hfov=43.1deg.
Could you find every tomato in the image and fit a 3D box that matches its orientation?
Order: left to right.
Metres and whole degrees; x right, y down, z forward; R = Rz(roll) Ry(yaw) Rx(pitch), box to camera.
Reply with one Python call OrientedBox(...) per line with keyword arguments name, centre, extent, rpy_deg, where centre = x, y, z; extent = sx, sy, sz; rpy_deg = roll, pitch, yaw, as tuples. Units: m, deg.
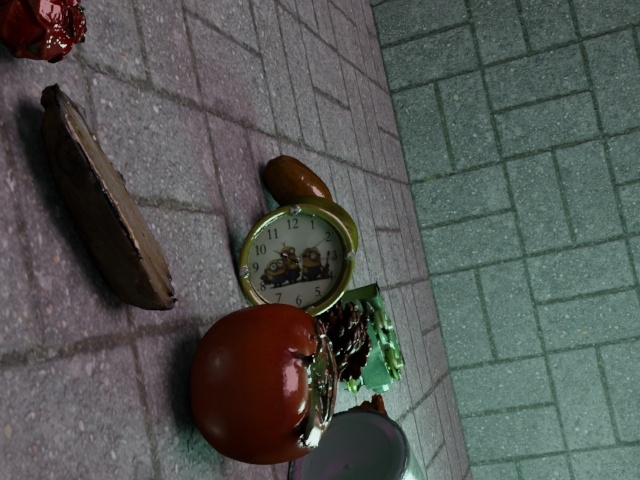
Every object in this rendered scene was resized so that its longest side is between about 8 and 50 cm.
OrientedBox(name="tomato", centre=(-0.084, 0.222, 1.259), extent=(0.256, 0.224, 0.256), rpy_deg=(-8, 90, -72))

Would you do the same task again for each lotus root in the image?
OrientedBox(name="lotus root", centre=(-0.291, -0.041, 1.061), extent=(0.167, 0.078, 0.329), rpy_deg=(-121, -174, -63))

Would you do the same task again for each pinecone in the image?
OrientedBox(name="pinecone", centre=(0.032, 0.215, 1.761), extent=(0.195, 0.150, 0.179), rpy_deg=(59, 25, -45))

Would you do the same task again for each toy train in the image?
OrientedBox(name="toy train", centre=(0.114, 0.247, 2.010), extent=(0.188, 0.159, 0.272), rpy_deg=(-90, 161, -64))

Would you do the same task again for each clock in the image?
OrientedBox(name="clock", centre=(-0.049, 0.039, 1.567), extent=(0.057, 0.237, 0.237), rpy_deg=(-139, -152, -68))

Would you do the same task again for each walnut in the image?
OrientedBox(name="walnut", centre=(-0.041, -0.102, 1.781), extent=(0.207, 0.116, 0.116), rpy_deg=(43, 25, -9))

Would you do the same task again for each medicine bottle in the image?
OrientedBox(name="medicine bottle", centre=(0.098, 0.515, 1.603), extent=(0.245, 0.245, 0.290), rpy_deg=(-82, 153, -49))

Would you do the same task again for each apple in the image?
OrientedBox(name="apple", centre=(-0.019, 0.002, 1.688), extent=(0.157, 0.196, 0.196), rpy_deg=(-86, 156, -50))

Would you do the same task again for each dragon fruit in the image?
OrientedBox(name="dragon fruit", centre=(-0.345, -0.284, 0.976), extent=(0.142, 0.130, 0.121), rpy_deg=(38, 24, 9))

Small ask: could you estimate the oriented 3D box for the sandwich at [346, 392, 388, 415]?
OrientedBox(name="sandwich", centre=(0.094, 0.447, 1.787), extent=(0.109, 0.160, 0.185), rpy_deg=(52, 16, -15))
